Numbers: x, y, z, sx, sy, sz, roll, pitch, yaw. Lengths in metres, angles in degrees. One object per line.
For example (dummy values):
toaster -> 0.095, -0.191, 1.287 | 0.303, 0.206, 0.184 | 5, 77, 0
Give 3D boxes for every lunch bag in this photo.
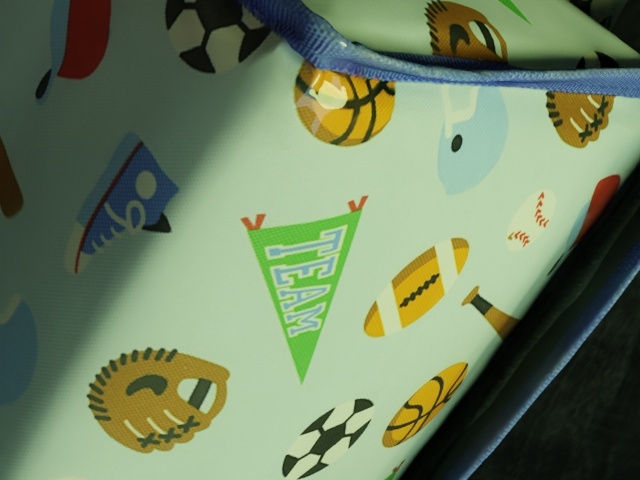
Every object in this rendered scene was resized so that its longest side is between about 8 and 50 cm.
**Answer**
lunch bag -> 0.000, 0.000, 0.821 | 0.385, 0.239, 0.328 | 0, 131, -52
